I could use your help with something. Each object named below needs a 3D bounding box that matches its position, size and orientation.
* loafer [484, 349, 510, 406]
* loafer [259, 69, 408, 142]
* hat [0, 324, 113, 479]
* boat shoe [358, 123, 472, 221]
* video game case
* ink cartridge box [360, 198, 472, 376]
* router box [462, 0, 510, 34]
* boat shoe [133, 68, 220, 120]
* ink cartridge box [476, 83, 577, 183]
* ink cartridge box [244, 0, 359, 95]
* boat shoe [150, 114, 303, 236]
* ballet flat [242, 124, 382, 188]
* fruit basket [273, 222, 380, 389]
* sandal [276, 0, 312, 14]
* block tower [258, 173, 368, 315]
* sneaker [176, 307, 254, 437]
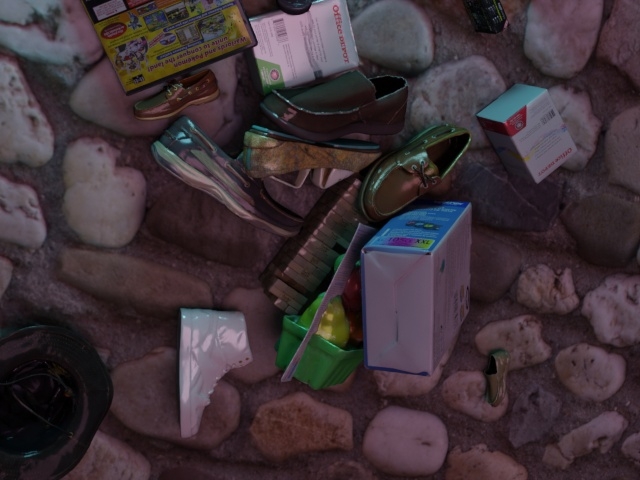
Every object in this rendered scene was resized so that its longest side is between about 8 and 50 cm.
[{"bbox_3d":[0.436,0.345,2.054,0.050,0.056,0.148,7,93,-21],"label":"loafer"},{"bbox_3d":[0.036,-0.286,1.627,0.366,0.134,0.130,-12,132,-43],"label":"loafer"},{"bbox_3d":[-0.592,0.322,1.633,0.331,0.134,0.331,-5,99,-35],"label":"hat"},{"bbox_3d":[0.203,-0.153,1.731,0.307,0.104,0.110,-46,117,-26],"label":"boat shoe"},{"bbox_3d":[-0.289,-0.432,1.520,0.275,0.035,0.248,-20,113,7],"label":"video game case"},{"bbox_3d":[0.220,0.076,1.729,0.151,0.395,0.269,7,112,23],"label":"ink cartridge box"},{"bbox_3d":[0.345,-0.502,1.741,0.038,0.092,0.122,-33,115,-8],"label":"router box"},{"bbox_3d":[-0.283,-0.286,1.589,0.178,0.064,0.060,-24,135,-18],"label":"boat shoe"},{"bbox_3d":[0.465,-0.241,1.843,0.128,0.127,0.176,-38,114,-6],"label":"ink cartridge box"},{"bbox_3d":[-0.044,-0.394,1.636,0.209,0.087,0.153,-18,110,-13],"label":"ink cartridge box"},{"bbox_3d":[-0.167,-0.127,1.650,0.355,0.132,0.130,31,94,-26],"label":"boat shoe"},{"bbox_3d":[-0.018,-0.161,1.663,0.349,0.123,0.123,0,107,-44],"label":"ballet flat"},{"bbox_3d":[0.041,0.133,1.746,0.166,0.327,0.353,21,93,20],"label":"fruit basket"},{"bbox_3d":[-0.036,-0.556,1.588,0.097,0.054,0.254,17,80,-2],"label":"sandal"},{"bbox_3d":[0.000,0.000,1.769,0.091,0.097,0.335,36,90,-26],"label":"block tower"},{"bbox_3d":[-0.226,0.289,1.768,0.169,0.108,0.292,1,104,-17],"label":"sneaker"}]
